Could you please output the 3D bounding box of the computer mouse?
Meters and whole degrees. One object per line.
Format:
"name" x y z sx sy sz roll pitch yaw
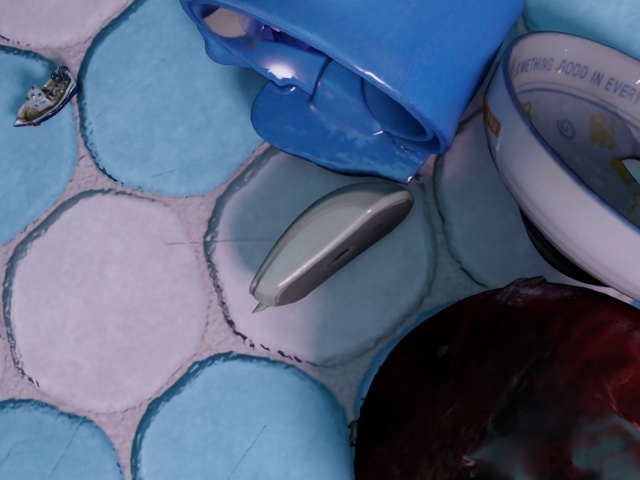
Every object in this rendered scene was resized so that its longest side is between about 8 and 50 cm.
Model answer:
"computer mouse" 0.000 0.000 0.706 0.181 0.089 0.056 -39 67 8

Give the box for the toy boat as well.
"toy boat" -0.287 -0.146 0.806 0.083 0.038 0.038 -44 77 3

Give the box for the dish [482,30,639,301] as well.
"dish" 0.228 -0.030 0.615 0.273 0.273 0.134 44 133 13

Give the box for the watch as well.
"watch" 0.000 -0.199 0.630 0.305 0.274 0.241 27 90 8

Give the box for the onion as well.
"onion" 0.147 0.185 0.568 0.314 0.232 0.314 3 94 45
